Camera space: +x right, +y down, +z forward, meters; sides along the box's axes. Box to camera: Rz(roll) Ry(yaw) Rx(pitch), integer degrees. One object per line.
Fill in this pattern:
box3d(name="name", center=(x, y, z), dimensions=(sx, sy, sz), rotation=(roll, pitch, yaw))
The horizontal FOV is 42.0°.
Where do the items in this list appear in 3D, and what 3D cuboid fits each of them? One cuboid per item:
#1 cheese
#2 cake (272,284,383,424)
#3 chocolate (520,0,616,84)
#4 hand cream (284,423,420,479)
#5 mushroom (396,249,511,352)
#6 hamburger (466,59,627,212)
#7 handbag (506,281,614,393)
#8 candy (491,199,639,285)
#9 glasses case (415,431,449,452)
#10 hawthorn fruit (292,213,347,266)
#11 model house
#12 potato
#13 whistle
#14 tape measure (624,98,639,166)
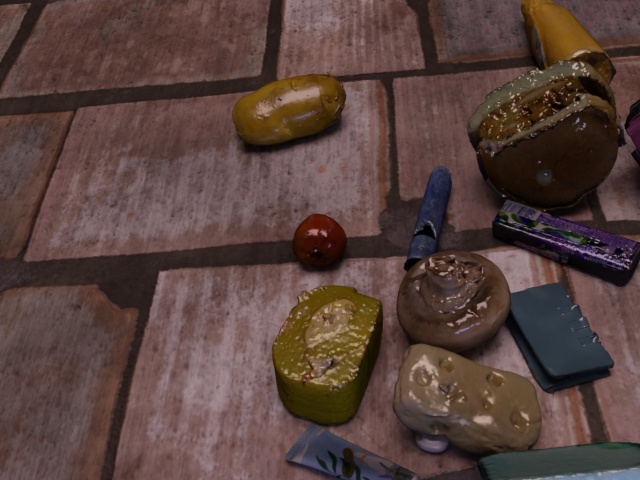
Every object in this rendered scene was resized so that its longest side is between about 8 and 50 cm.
box3d(name="cheese", center=(0.260, 0.284, 1.470), dimensions=(0.263, 0.093, 0.159), rotation=(21, 51, 2))
box3d(name="cake", center=(0.013, 0.207, 1.598), dimensions=(0.179, 0.156, 0.260), rotation=(13, 47, 13))
box3d(name="chocolate", center=(0.632, -0.533, 2.242), dimensions=(0.162, 0.162, 0.445), rotation=(-10, 40, 0))
box3d(name="hand cream", center=(0.067, 0.400, 1.463), dimensions=(0.271, 0.058, 0.091), rotation=(17, 47, 31))
box3d(name="mushroom", center=(0.256, 0.111, 1.621), dimensions=(0.226, 0.178, 0.226), rotation=(-8, 49, 9))
box3d(name="hamburger", center=(0.504, -0.214, 1.832), dimensions=(0.318, 0.277, 0.195), rotation=(-22, 40, 23))
box3d(name="handbag", center=(0.455, 0.181, 1.612), dimensions=(0.144, 0.057, 0.221), rotation=(-12, 44, -8))
box3d(name="candy", center=(0.518, 0.000, 1.773), dimensions=(0.312, 0.061, 0.088), rotation=(23, 54, 30))
box3d(name="glasses case", center=(0.218, 0.313, 1.527), dimensions=(0.063, 0.041, 0.164), rotation=(12, 48, 16))
box3d(name="hawthorn fruit", center=(0.000, 0.000, 1.830), dimensions=(0.128, 0.128, 0.128), rotation=(-5, 45, 5))
box3d(name="model house", center=(0.392, 0.458, 1.272), dimensions=(0.280, 0.230, 0.249), rotation=(-7, 86, 7))
box3d(name="potato", center=(-0.080, -0.343, 2.163), dimensions=(0.300, 0.140, 0.173), rotation=(-18, 52, 0))
box3d(name="whistle", center=(0.247, -0.049, 1.871), dimensions=(0.062, 0.062, 0.304), rotation=(7, 47, 16))
box3d(name="tape measure", center=(0.775, -0.210, 1.823), dimensions=(0.149, 0.245, 0.231), rotation=(-37, 67, 30))
